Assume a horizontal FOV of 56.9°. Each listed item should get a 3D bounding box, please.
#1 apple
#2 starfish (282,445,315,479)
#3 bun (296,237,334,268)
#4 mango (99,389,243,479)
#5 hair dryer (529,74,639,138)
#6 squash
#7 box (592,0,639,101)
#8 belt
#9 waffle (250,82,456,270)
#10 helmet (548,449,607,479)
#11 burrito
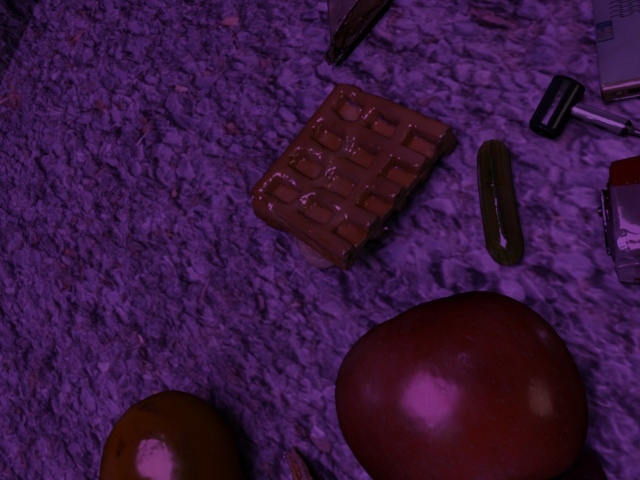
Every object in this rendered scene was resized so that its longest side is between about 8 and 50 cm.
[{"bbox_3d":[0.201,0.234,0.865,0.348,0.348,0.277,-32,69,20],"label":"apple"},{"bbox_3d":[0.014,0.581,0.964,0.132,0.384,0.399,3,82,-11],"label":"starfish"},{"bbox_3d":[0.000,0.000,1.200,0.115,0.069,0.115,-7,75,30],"label":"bun"},{"bbox_3d":[-0.279,0.520,1.149,0.299,0.232,0.446,-23,75,19],"label":"mango"},{"bbox_3d":[0.462,-0.200,0.992,0.197,0.057,0.101,28,95,27],"label":"hair dryer"},{"bbox_3d":[0.313,-0.066,1.036,0.066,0.066,0.229,-11,72,28],"label":"squash"},{"bbox_3d":[0.591,-0.346,0.951,0.270,0.045,0.211,-7,74,29],"label":"box"},{"bbox_3d":[0.486,-0.031,0.886,0.124,0.128,0.201,-6,71,30],"label":"belt"},{"bbox_3d":[0.049,-0.139,1.159,0.304,0.077,0.348,33,81,34],"label":"waffle"},{"bbox_3d":[0.355,0.399,0.861,0.106,0.155,0.175,-23,59,46],"label":"helmet"},{"bbox_3d":[0.076,-0.566,1.280,0.175,0.107,0.348,-15,68,41],"label":"burrito"}]
